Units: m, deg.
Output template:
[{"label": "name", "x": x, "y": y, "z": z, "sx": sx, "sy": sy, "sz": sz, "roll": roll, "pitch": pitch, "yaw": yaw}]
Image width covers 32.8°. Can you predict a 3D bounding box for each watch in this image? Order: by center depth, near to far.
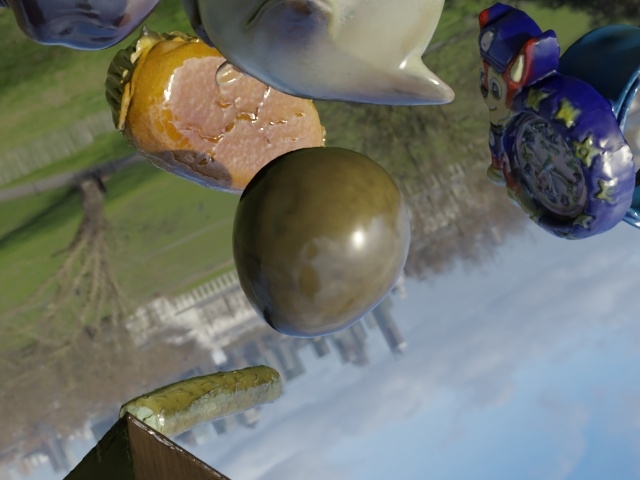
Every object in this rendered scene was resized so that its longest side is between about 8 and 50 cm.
[{"label": "watch", "x": 0.256, "y": -0.105, "z": 0.937, "sx": 0.200, "sy": 0.196, "sz": 0.171, "roll": -19, "pitch": -146, "yaw": -20}]

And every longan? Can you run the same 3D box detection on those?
[{"label": "longan", "x": 0.000, "y": 0.000, "z": 1.475, "sx": 0.258, "sy": 0.258, "sz": 0.258, "roll": -26, "pitch": 177, "yaw": -2}]

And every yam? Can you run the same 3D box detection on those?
[{"label": "yam", "x": -0.175, "y": 0.248, "z": 1.701, "sx": 0.083, "sy": 0.083, "sz": 0.371, "roll": -28, "pitch": 171, "yaw": 27}]

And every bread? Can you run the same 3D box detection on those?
[{"label": "bread", "x": -0.162, "y": -0.203, "z": 1.783, "sx": 0.389, "sy": 0.236, "sz": 0.183, "roll": 10, "pitch": -162, "yaw": -34}]

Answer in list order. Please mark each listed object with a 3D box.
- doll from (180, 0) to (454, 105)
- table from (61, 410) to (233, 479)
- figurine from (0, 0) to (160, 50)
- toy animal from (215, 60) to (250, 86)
[{"label": "doll", "x": -0.015, "y": -0.277, "z": 0.888, "sx": 0.226, "sy": 0.370, "sz": 0.215, "roll": -15, "pitch": 151, "yaw": 32}, {"label": "table", "x": -0.112, "y": 0.265, "z": 0.733, "sx": 0.169, "sy": 0.172, "sz": 0.193, "roll": -47, "pitch": -154, "yaw": 7}, {"label": "figurine", "x": -0.317, "y": -0.379, "z": 1.343, "sx": 0.218, "sy": 0.365, "sz": 0.206, "roll": 4, "pitch": 122, "yaw": -35}, {"label": "toy animal", "x": -0.054, "y": -0.221, "z": 1.054, "sx": 0.083, "sy": 0.089, "sz": 0.150, "roll": -8, "pitch": 126, "yaw": -36}]
